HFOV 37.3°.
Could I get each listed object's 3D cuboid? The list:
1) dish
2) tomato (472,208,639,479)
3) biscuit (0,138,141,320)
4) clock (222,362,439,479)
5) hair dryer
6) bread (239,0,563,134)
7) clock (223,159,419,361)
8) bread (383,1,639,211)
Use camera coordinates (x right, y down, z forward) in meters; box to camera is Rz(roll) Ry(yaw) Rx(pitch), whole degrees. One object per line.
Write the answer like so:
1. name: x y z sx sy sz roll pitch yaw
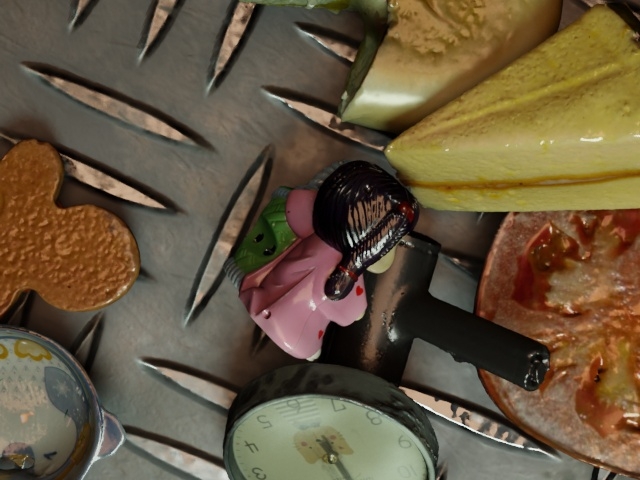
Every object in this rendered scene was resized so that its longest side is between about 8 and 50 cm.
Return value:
1. dish: -0.333 0.194 0.998 0.236 0.086 0.227 31 91 -4
2. tomato: 0.322 0.081 0.987 0.338 0.144 0.338 -5 73 16
3. biscuit: -0.345 -0.012 1.003 0.324 0.049 0.205 15 83 3
4. clock: 0.008 0.223 0.973 0.226 0.049 0.226 6 125 8
5. hair dryer: 0.117 0.095 0.957 0.089 0.251 0.197 16 91 -45
6. bread: 0.087 -0.265 0.973 0.333 0.160 0.332 0 93 -5
7. clock: 0.000 0.000 0.959 0.100 0.194 0.195 36 99 -31
8. bread: 0.222 -0.069 0.902 0.264 0.168 0.163 -33 58 10
